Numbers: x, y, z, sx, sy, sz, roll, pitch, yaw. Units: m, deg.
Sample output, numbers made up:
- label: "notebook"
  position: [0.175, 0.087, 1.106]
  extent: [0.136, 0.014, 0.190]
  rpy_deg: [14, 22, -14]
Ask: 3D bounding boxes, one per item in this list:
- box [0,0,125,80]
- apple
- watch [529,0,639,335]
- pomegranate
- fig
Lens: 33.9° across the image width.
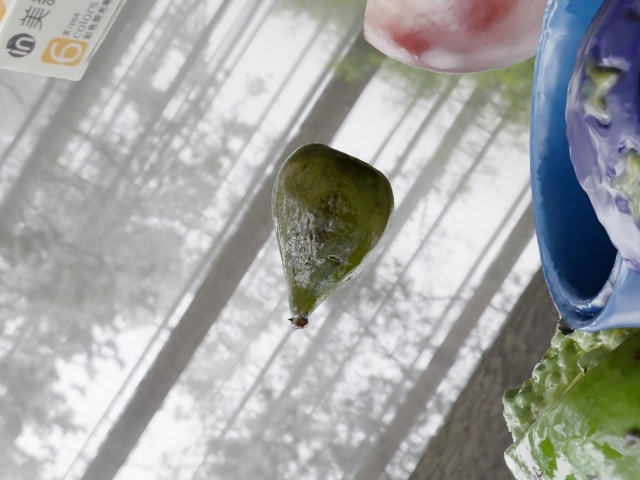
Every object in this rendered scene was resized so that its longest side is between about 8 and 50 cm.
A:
- label: "box"
  position: [-0.217, -0.283, 0.758]
  extent: [0.091, 0.221, 0.274]
  rpy_deg: [-1, -137, -50]
- label: "apple"
  position: [0.178, -0.356, 1.053]
  extent: [0.295, 0.365, 0.329]
  rpy_deg: [7, -148, -23]
- label: "watch"
  position: [0.164, -0.033, 0.435]
  extent: [0.171, 0.196, 0.200]
  rpy_deg: [9, -179, -5]
- label: "pomegranate"
  position: [0.275, 0.201, 0.959]
  extent: [0.260, 0.340, 0.260]
  rpy_deg: [31, -166, -8]
- label: "fig"
  position: [-0.004, -0.006, 1.109]
  extent: [0.133, 0.185, 0.126]
  rpy_deg: [25, -174, -20]
